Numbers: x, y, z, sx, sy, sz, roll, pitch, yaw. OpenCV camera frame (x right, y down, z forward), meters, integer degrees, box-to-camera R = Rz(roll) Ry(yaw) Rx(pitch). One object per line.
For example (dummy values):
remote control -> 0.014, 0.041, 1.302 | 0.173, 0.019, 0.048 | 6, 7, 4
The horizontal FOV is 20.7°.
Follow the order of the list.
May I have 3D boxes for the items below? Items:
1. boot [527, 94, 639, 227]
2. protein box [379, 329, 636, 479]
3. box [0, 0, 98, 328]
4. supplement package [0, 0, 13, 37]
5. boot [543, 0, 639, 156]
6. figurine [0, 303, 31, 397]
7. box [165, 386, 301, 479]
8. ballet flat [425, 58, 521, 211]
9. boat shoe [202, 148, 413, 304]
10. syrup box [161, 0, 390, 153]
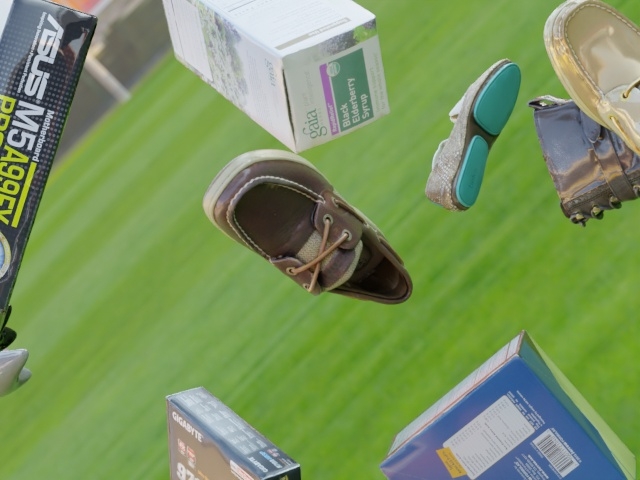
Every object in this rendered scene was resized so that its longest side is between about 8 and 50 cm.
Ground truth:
boot -> 0.353, -0.067, 1.804 | 0.229, 0.263, 0.091 | -27, -4, 33
protein box -> 0.209, 0.247, 1.937 | 0.201, 0.200, 0.136 | -41, 0, 14
box -> -0.231, -0.029, 1.259 | 0.270, 0.060, 0.216 | 133, 153, -70
supplement package -> -0.414, -0.212, 2.243 | 0.105, 0.105, 0.179 | -41, -18, -42
boot -> 0.314, -0.116, 1.517 | 0.095, 0.262, 0.203 | -40, 5, -6
figurine -> -0.383, 0.134, 1.688 | 0.209, 0.092, 0.215 | -22, -19, -10
box -> -0.094, 0.283, 1.922 | 0.051, 0.175, 0.220 | -15, 27, -29
ballet flat -> 0.174, -0.128, 2.072 | 0.067, 0.073, 0.206 | 3, 58, 43
boat shoe -> 0.000, 0.000, 2.021 | 0.123, 0.342, 0.123 | -50, 53, 4
syrup box -> -0.043, -0.171, 1.486 | 0.096, 0.093, 0.237 | -25, 36, -20
